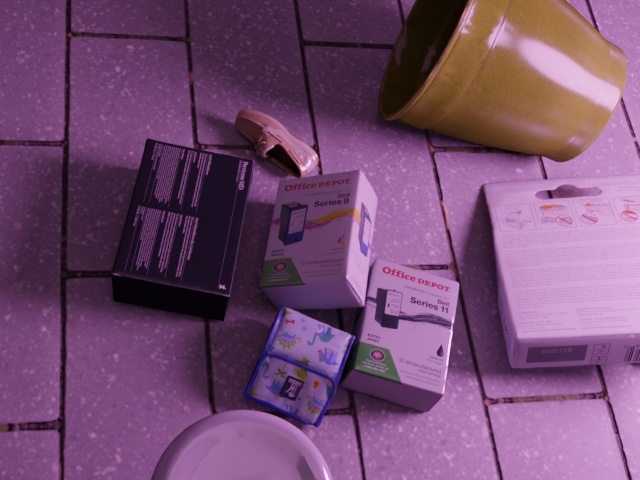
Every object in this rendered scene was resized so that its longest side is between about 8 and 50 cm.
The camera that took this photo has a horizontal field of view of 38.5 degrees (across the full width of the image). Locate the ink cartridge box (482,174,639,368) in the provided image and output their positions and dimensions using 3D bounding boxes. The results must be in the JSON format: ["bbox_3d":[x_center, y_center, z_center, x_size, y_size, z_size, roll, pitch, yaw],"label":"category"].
[{"bbox_3d":[0.457,0.044,1.596,0.308,0.091,0.385,-4,43,2],"label":"ink cartridge box"}]

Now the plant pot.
[{"bbox_3d":[0.346,-0.315,1.672,0.353,0.366,0.366,24,57,-13],"label":"plant pot"}]

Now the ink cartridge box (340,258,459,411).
[{"bbox_3d":[0.131,0.150,1.477,0.153,0.087,0.208,16,58,-5],"label":"ink cartridge box"}]

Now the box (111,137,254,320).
[{"bbox_3d":[-0.219,-0.019,1.483,0.184,0.103,0.261,10,59,-4],"label":"box"}]

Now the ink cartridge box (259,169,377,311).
[{"bbox_3d":[0.000,0.000,1.495,0.154,0.093,0.212,-5,54,22],"label":"ink cartridge box"}]

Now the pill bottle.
[{"bbox_3d":[-0.114,0.363,1.134,0.210,0.363,0.210,6,60,-10],"label":"pill bottle"}]

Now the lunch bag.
[{"bbox_3d":[-0.034,0.196,1.414,0.129,0.096,0.151,24,72,-2],"label":"lunch bag"}]

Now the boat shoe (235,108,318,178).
[{"bbox_3d":[-0.086,-0.170,1.624,0.170,0.063,0.059,33,53,5],"label":"boat shoe"}]
